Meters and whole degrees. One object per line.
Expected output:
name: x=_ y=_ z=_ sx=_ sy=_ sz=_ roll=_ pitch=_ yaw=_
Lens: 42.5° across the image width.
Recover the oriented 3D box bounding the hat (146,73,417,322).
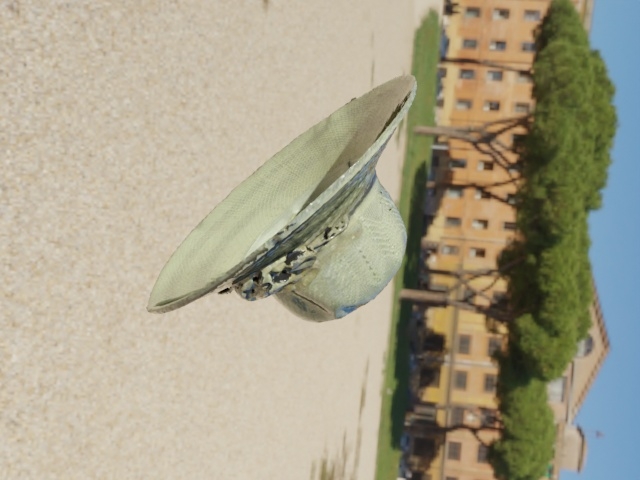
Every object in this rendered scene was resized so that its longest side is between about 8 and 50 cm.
hat: x=0.000 y=0.000 z=0.602 sx=0.110 sy=0.252 sz=0.252 roll=49 pitch=23 yaw=-14
